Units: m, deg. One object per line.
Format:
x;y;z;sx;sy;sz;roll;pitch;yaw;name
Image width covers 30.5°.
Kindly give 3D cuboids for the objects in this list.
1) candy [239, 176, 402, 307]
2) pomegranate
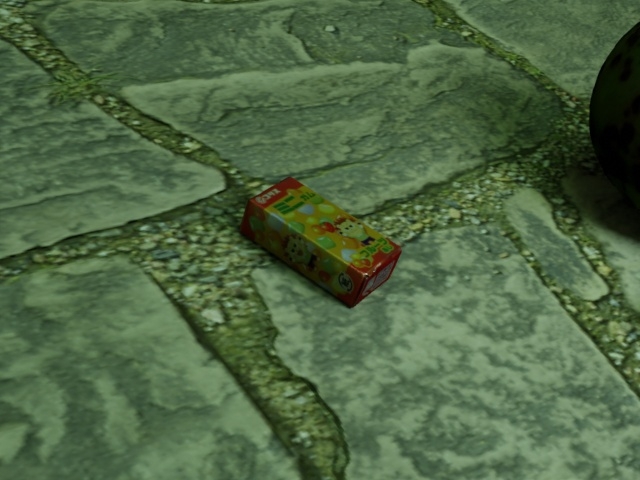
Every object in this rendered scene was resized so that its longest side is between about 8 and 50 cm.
0.000;0.000;0.962;0.122;0.038;0.062;33;37;18;candy
0.395;-0.122;1.176;0.242;0.242;0.306;30;16;14;pomegranate
